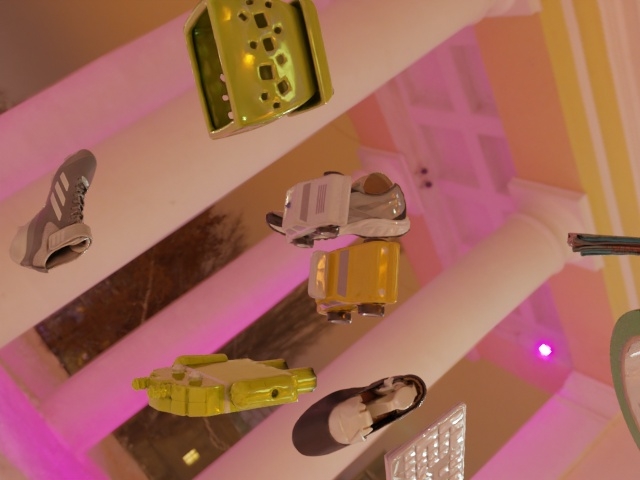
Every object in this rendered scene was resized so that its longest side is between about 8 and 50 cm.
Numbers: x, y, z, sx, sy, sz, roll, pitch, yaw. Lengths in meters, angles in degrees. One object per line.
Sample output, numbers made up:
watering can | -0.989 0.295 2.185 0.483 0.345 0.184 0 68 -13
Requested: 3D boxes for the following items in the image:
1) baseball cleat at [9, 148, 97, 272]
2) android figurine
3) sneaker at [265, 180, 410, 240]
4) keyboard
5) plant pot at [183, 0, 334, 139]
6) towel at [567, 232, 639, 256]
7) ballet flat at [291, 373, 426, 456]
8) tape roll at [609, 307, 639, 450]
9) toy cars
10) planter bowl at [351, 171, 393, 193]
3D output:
baseball cleat | -0.365 -0.040 1.002 0.109 0.206 0.072 17 -24 16
android figurine | -0.150 0.220 1.055 0.248 0.272 0.056 2 -90 57
sneaker | 0.030 -0.056 1.280 0.100 0.271 0.108 -81 167 -80
keyboard | 0.088 0.225 0.550 0.014 0.072 0.256 45 -27 43
plant pot | -0.109 -0.320 1.241 0.227 0.207 0.228 -174 -110 -68
towel | 0.583 0.013 1.211 0.271 0.040 0.370 5 3 18
ballet flat | 0.058 0.217 0.869 0.074 0.203 0.074 24 -59 49
tape roll | 0.582 0.258 1.088 0.321 0.077 0.321 167 -90 -87
toy cars | 0.000 0.000 1.003 0.176 0.087 0.394 -68 -155 23
planter bowl | 0.123 -0.100 1.851 0.109 0.162 0.162 -7 -59 44
